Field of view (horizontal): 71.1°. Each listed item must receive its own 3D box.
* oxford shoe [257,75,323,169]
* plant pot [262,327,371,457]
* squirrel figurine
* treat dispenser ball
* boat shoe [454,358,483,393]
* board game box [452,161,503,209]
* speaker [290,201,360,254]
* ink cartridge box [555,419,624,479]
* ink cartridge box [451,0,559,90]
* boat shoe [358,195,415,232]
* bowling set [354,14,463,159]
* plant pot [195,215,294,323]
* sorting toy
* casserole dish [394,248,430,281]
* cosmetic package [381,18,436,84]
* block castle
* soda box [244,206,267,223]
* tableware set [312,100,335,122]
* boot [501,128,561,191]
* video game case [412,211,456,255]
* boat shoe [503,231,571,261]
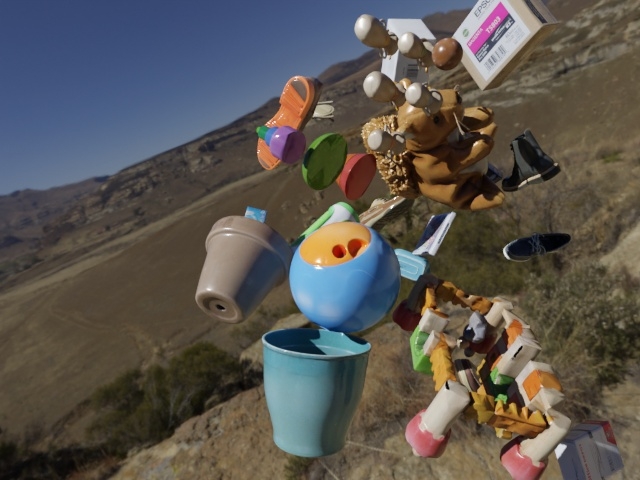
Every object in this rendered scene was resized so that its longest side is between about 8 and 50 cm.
[{"bbox_3d":[-0.097,-0.389,1.529,0.132,0.130,0.364,-30,-17,-51],"label":"oxford shoe"},{"bbox_3d":[-0.019,0.373,1.112,0.271,0.255,0.271,4,1,0],"label":"plant pot"},{"bbox_3d":[0.287,-0.267,1.268,0.397,0.281,0.370,-5,-23,39],"label":"squirrel figurine"},{"bbox_3d":[0.063,0.094,1.162,0.288,0.288,0.288,-20,15,6],"label":"treat dispenser ball"},{"bbox_3d":[0.501,0.432,1.279,0.123,0.342,0.123,-33,26,18],"label":"boat shoe"},{"bbox_3d":[0.464,-0.234,1.489,0.194,0.194,0.060,-36,7,34],"label":"board game box"},{"bbox_3d":[0.000,0.000,1.531,0.296,0.131,0.131,-43,22,-21],"label":"speaker"},{"bbox_3d":[0.629,0.501,1.055,0.150,0.109,0.063,-6,-13,-29],"label":"ink cartridge box"},{"bbox_3d":[0.491,-0.566,1.228,0.088,0.193,0.235,-22,-15,-29],"label":"ink cartridge box"},{"bbox_3d":[0.279,-0.137,2.044,0.122,0.120,0.324,7,-34,-45],"label":"boat shoe"},{"bbox_3d":[0.191,-0.310,0.875,0.199,0.287,0.154,-1,6,33],"label":"bowling set"},{"bbox_3d":[-0.231,0.098,1.252,0.263,0.263,0.229,-12,38,34],"label":"plant pot"},{"bbox_3d":[-0.012,-0.190,0.999,0.126,0.127,0.365,34,14,32],"label":"sorting toy"},{"bbox_3d":[0.374,0.110,1.910,0.188,0.114,0.037,22,22,18],"label":"casserole dish"},{"bbox_3d":[0.324,-0.683,1.687,0.138,0.224,0.225,-2,43,-5],"label":"cosmetic package"},{"bbox_3d":[0.340,0.305,1.051,0.303,0.213,0.453,17,29,-6],"label":"block castle"},{"bbox_3d":[-0.215,-0.009,1.368,0.067,0.071,0.210,13,41,-7],"label":"soda box"},{"bbox_3d":[-0.045,-0.459,1.641,0.194,0.039,0.128,-4,42,3],"label":"tableware set"},{"bbox_3d":[0.534,-0.214,1.203,0.077,0.137,0.198,-38,4,-19],"label":"boot"},{"bbox_3d":[0.445,-0.023,1.766,0.183,0.023,0.201,-61,6,-6],"label":"video game case"},{"bbox_3d":[0.818,0.020,1.685,0.254,0.095,0.079,-6,-21,-8],"label":"boat shoe"}]
